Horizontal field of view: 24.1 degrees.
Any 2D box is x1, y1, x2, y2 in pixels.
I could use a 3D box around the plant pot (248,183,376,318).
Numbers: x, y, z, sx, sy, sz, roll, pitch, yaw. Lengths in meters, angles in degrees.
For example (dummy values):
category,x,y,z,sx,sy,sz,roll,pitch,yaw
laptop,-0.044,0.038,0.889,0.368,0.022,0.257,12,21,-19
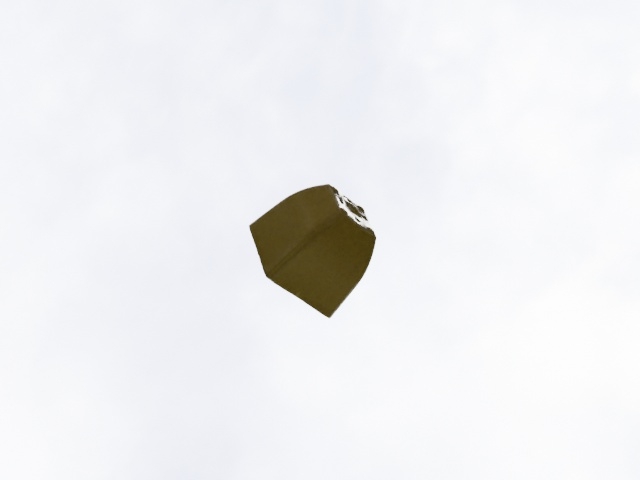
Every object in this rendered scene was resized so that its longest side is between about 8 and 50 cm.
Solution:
category,x,y,z,sx,sy,sz,roll,pitch,yaw
plant pot,0.000,0.000,1.303,0.081,0.081,0.083,34,-70,-33
